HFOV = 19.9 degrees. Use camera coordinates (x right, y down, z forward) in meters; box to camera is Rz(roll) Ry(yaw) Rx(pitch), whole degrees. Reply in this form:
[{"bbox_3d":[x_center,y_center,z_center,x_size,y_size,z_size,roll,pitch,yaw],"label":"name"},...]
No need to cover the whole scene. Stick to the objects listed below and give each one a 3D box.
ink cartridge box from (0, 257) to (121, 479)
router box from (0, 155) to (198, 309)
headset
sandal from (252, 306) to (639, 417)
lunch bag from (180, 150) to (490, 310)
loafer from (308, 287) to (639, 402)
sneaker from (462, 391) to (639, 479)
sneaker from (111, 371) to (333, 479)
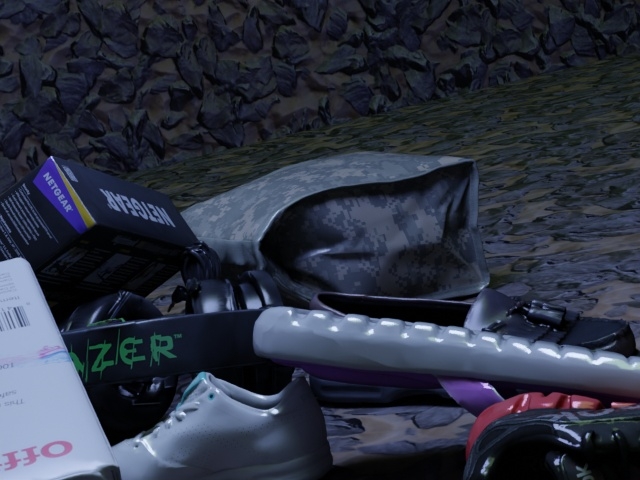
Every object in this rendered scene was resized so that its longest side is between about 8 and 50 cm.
[{"bbox_3d":[-0.274,0.153,1.272,0.226,0.131,0.306,-13,30,-13],"label":"ink cartridge box"},{"bbox_3d":[-0.270,0.039,1.751,0.243,0.081,0.309,-37,-13,8],"label":"router box"},{"bbox_3d":[-0.138,0.076,1.629,0.243,0.185,0.394,-9,-6,10],"label":"headset"},{"bbox_3d":[0.144,0.122,1.335,0.416,0.102,0.169,8,-2,28],"label":"sandal"},{"bbox_3d":[0.000,0.000,1.963,0.287,0.168,0.235,-11,9,-27],"label":"lunch bag"},{"bbox_3d":[0.122,0.083,1.575,0.303,0.095,0.109,-6,11,26],"label":"loafer"},{"bbox_3d":[0.211,0.144,1.147,0.276,0.097,0.135,-8,10,23],"label":"sneaker"},{"bbox_3d":[-0.100,0.152,1.434,0.212,0.094,0.080,-10,12,7],"label":"sneaker"}]
